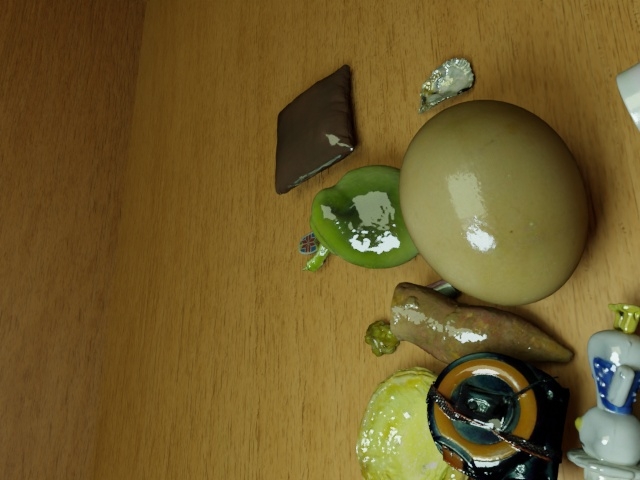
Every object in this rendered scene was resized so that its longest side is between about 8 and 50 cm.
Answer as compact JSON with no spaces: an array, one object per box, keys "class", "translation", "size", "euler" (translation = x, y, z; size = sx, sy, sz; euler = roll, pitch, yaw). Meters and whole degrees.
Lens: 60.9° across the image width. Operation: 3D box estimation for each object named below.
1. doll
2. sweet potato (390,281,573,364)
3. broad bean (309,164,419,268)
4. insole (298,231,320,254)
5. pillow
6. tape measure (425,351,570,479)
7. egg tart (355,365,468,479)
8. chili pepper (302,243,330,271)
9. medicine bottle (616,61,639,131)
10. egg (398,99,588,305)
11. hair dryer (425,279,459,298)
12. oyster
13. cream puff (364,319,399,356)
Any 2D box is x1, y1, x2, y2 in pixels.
[{"class":"doll","translation":[0.440,0.241,0.815],"size":[0.119,0.138,0.293],"euler":[6,85,17]},{"class":"sweet potato","translation":[0.284,0.179,1.010],"size":[0.337,0.131,0.131],"euler":[17,91,36]},{"class":"broad bean","translation":[0.114,-0.056,1.237],"size":[0.291,0.119,0.238],"euler":[8,84,19]},{"class":"insole","translation":[0.000,0.000,1.505],"size":[0.193,0.006,0.065],"euler":[-14,68,47]},{"class":"pillow","translation":[-0.024,-0.318,1.558],"size":[0.308,0.108,0.305],"euler":[-25,55,40]},{"class":"tape measure","translation":[0.281,0.285,0.876],"size":[0.223,0.135,0.202],"euler":[5,63,30]},{"class":"egg tart","translation":[0.195,0.399,1.058],"size":[0.294,0.123,0.294],"euler":[-24,58,45]},{"class":"chili pepper","translation":[0.017,0.004,1.451],"size":[0.208,0.043,0.049],"euler":[-61,17,11]},{"class":"medicine bottle","translation":[0.590,-0.252,0.757],"size":[0.293,0.170,0.170],"euler":[-27,59,41]},{"class":"egg","translation":[0.294,-0.065,0.947],"size":[0.301,0.301,0.374],"euler":[-33,61,39]},{"class":"hair dryer","translation":[0.254,0.163,1.131],"size":[0.106,0.054,0.154],"euler":[-30,66,34]},{"class":"oyster","translation":[0.286,-0.351,1.247],"size":[0.121,0.045,0.146],"euler":[36,99,52]},{"class":"cream puff","translation":[0.134,0.221,1.233],"size":[0.083,0.058,0.083],"euler":[-18,64,44]}]
